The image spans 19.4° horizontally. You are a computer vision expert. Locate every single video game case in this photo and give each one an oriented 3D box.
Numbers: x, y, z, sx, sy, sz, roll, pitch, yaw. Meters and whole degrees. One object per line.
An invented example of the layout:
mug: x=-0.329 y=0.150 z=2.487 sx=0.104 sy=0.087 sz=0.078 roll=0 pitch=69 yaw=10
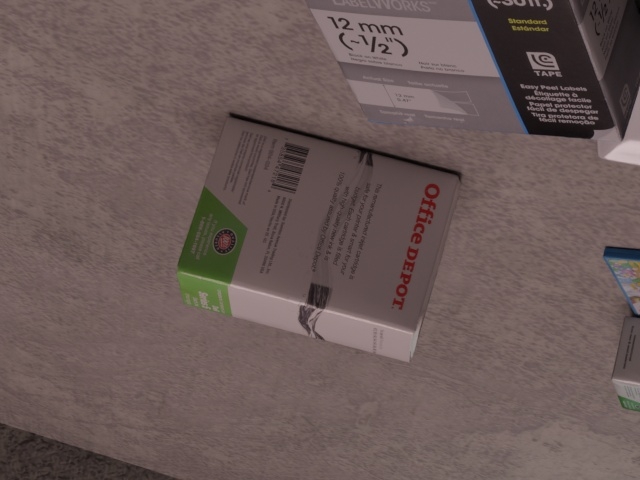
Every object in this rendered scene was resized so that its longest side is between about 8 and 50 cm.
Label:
video game case: x=0.404 y=0.055 z=2.173 sx=0.119 sy=0.015 sz=0.166 roll=5 pitch=156 yaw=27

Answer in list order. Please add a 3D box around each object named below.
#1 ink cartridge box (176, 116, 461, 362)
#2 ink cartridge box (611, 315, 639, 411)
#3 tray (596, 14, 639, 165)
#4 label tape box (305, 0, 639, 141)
ink cartridge box: x=0.000 y=0.000 z=2.087 sx=0.273 sy=0.198 sz=0.115 roll=15 pitch=159 yaw=6
ink cartridge box: x=0.470 y=0.167 z=2.282 sx=0.208 sy=0.087 sz=0.153 roll=10 pitch=164 yaw=17
tray: x=0.329 y=-0.136 z=1.747 sx=0.145 sy=0.030 sz=0.270 roll=12 pitch=158 yaw=14
label tape box: x=0.109 y=-0.228 z=1.544 sx=0.249 sy=0.115 sz=0.348 roll=7 pitch=153 yaw=27
